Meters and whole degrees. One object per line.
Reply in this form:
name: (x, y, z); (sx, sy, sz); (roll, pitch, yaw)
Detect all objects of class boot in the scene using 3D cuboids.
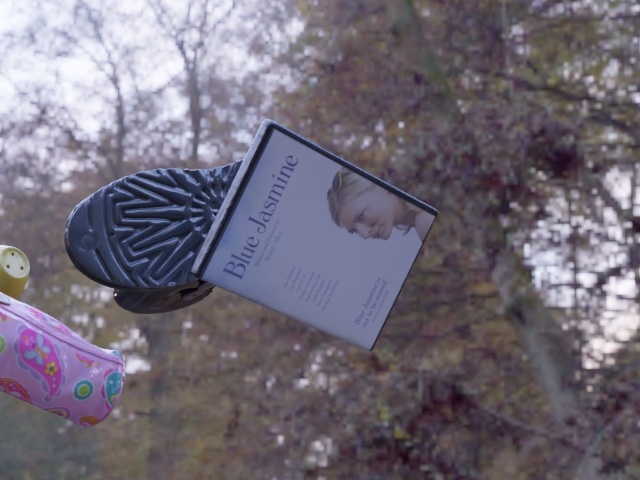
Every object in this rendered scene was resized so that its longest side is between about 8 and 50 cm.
boot: (-0.216, 0.012, 1.697); (0.367, 0.146, 0.445); (-14, -5, -26)

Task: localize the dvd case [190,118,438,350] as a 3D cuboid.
dvd case: (0.000, 0.000, 1.327); (0.253, 0.180, 0.022); (26, 1, -34)

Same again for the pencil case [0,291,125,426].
pencil case: (-0.395, 0.144, 1.626); (0.284, 0.124, 0.124); (35, -34, -30)

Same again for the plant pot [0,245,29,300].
plant pot: (-0.625, 0.062, 2.396); (0.095, 0.134, 0.134); (-31, -37, 34)
